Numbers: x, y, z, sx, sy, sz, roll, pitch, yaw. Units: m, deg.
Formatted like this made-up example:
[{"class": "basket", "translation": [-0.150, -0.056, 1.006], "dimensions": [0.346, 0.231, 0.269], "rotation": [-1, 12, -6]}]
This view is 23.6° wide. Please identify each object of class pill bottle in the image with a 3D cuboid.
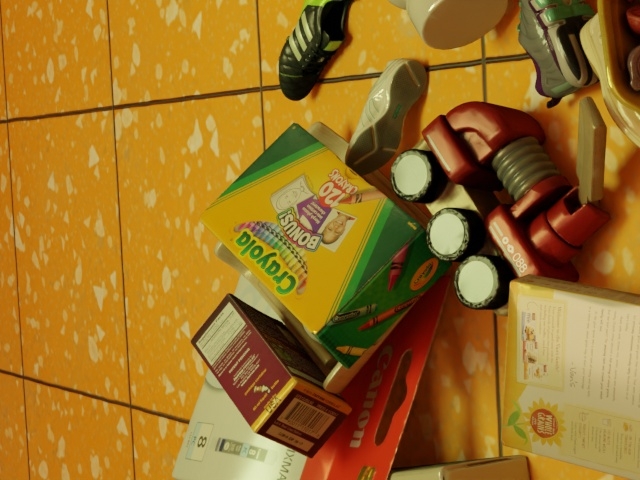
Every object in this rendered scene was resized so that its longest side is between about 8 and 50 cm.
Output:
[{"class": "pill bottle", "translation": [0.111, -0.325, 1.668], "dimensions": [0.131, 0.131, 0.229], "rotation": [-57, 48, 45]}]

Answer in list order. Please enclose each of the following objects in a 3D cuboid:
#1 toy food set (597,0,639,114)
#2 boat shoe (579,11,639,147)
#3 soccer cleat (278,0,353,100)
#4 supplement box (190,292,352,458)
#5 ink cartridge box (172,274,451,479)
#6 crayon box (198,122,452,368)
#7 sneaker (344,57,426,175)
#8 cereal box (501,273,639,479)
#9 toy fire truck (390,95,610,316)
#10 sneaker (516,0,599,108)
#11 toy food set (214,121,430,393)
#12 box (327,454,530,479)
[{"class": "toy food set", "translation": [0.313, -0.195, 1.374], "dimensions": [0.071, 0.128, 0.218], "rotation": [-17, 76, 45]}, {"class": "boat shoe", "translation": [0.300, -0.156, 1.448], "dimensions": [0.170, 0.063, 0.059], "rotation": [66, 147, 26]}, {"class": "soccer cleat", "translation": [-0.006, -0.248, 1.939], "dimensions": [0.072, 0.060, 0.179], "rotation": [50, 131, 42]}, {"class": "supplement box", "translation": [-0.061, 0.158, 1.805], "dimensions": [0.081, 0.104, 0.188], "rotation": [-51, 42, 8]}, {"class": "ink cartridge box", "translation": [-0.021, 0.173, 1.871], "dimensions": [0.385, 0.091, 0.308], "rotation": [-6, 61, 60]}, {"class": "crayon box", "translation": [0.000, 0.000, 1.735], "dimensions": [0.165, 0.081, 0.278], "rotation": [-45, 44, -3]}, {"class": "sneaker", "translation": [0.073, -0.147, 1.812], "dimensions": [0.152, 0.053, 0.061], "rotation": [-61, 25, 6]}, {"class": "cereal box", "translation": [0.288, 0.136, 1.451], "dimensions": [0.240, 0.047, 0.173], "rotation": [12, 106, 35]}, {"class": "toy fire truck", "translation": [0.209, -0.069, 1.559], "dimensions": [0.246, 0.158, 0.217], "rotation": [-44, 61, 28]}, {"class": "sneaker", "translation": [0.217, -0.248, 1.557], "dimensions": [0.098, 0.083, 0.224], "rotation": [-37, 64, 60]}, {"class": "toy food set", "translation": [0.007, 0.013, 1.829], "dimensions": [0.220, 0.092, 0.306], "rotation": [-52, 44, 9]}, {"class": "box", "translation": [0.109, 0.333, 1.770], "dimensions": [0.311, 0.121, 0.148], "rotation": [-18, 79, 58]}]
